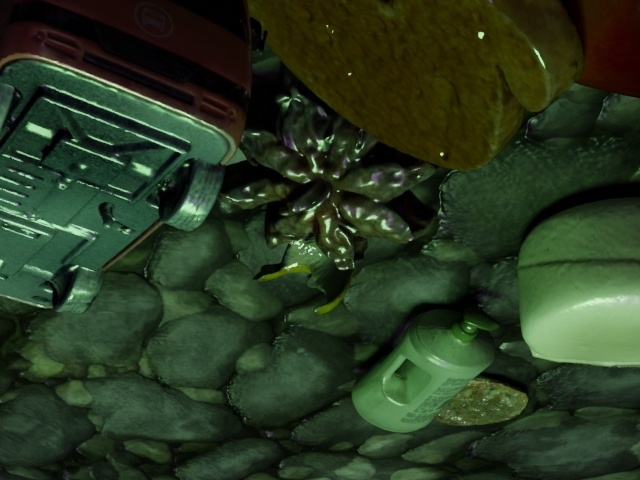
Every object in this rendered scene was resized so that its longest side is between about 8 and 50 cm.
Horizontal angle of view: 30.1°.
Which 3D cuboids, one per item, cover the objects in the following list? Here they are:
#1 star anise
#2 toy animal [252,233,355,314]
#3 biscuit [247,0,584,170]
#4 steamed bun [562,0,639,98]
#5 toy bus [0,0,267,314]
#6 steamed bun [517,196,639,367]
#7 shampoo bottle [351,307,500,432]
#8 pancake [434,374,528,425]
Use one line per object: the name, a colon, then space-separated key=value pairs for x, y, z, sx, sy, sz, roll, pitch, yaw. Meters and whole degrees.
star anise: x=0.000 y=-0.059 z=1.139 sx=0.236 sy=0.109 sz=0.223 roll=-28 pitch=116 yaw=34
toy animal: x=0.000 y=0.000 z=1.291 sx=0.095 sy=0.219 sz=0.155 roll=26 pitch=101 yaw=-5
biscuit: x=0.048 y=-0.207 z=0.885 sx=0.350 sy=0.070 sz=0.394 roll=33 pitch=159 yaw=25
steamed bun: x=0.284 y=-0.240 z=0.826 sx=0.235 sy=0.248 sz=0.379 roll=9 pitch=142 yaw=-13
toy bus: x=-0.223 y=-0.098 z=1.004 sx=0.203 sy=0.233 sz=0.427 roll=21 pitch=150 yaw=-26
steamed bun: x=0.339 y=0.045 z=1.291 sx=0.242 sy=0.146 sz=0.164 roll=2 pitch=148 yaw=-2
shampoo bottle: x=0.139 y=0.153 z=1.489 sx=0.118 sy=0.087 sz=0.234 roll=15 pitch=141 yaw=-19
pancake: x=0.216 y=0.223 z=1.634 sx=0.139 sy=0.022 sz=0.139 roll=1 pitch=144 yaw=1
